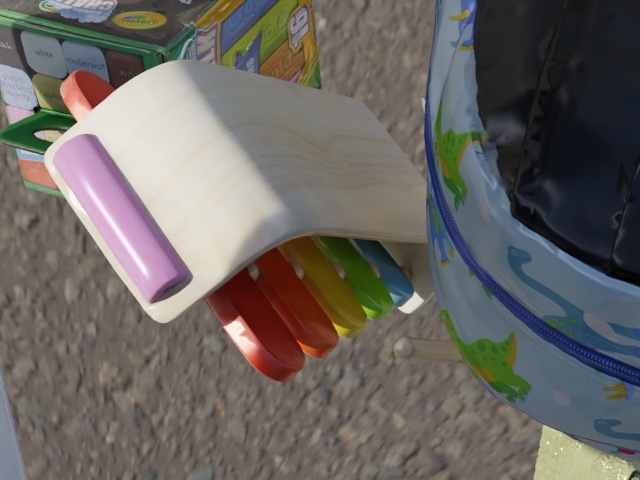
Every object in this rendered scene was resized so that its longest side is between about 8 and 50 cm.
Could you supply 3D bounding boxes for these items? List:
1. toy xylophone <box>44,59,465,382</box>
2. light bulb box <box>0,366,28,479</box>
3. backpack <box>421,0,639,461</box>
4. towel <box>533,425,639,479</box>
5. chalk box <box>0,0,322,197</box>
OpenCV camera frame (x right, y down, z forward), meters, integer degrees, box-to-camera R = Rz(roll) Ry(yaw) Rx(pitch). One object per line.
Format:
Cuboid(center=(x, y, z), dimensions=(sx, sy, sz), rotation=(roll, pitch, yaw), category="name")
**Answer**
Cuboid(center=(0.000, 0.000, 0.885), dimensions=(0.081, 0.322, 0.236), rotation=(-44, 62, 19), category="toy xylophone")
Cuboid(center=(-0.293, 0.029, 0.415), dimensions=(0.361, 0.225, 0.358), rotation=(-19, 110, -26), category="light bulb box")
Cuboid(center=(0.176, -0.072, 0.743), dimensions=(0.290, 0.273, 0.356), rotation=(15, 43, -2), category="backpack")
Cuboid(center=(0.195, 0.210, 1.183), dimensions=(0.027, 0.110, 0.148), rotation=(-10, 116, -29), category="towel")
Cuboid(center=(-0.148, -0.136, 1.314), dimensions=(0.180, 0.179, 0.289), rotation=(16, 44, 26), category="chalk box")
